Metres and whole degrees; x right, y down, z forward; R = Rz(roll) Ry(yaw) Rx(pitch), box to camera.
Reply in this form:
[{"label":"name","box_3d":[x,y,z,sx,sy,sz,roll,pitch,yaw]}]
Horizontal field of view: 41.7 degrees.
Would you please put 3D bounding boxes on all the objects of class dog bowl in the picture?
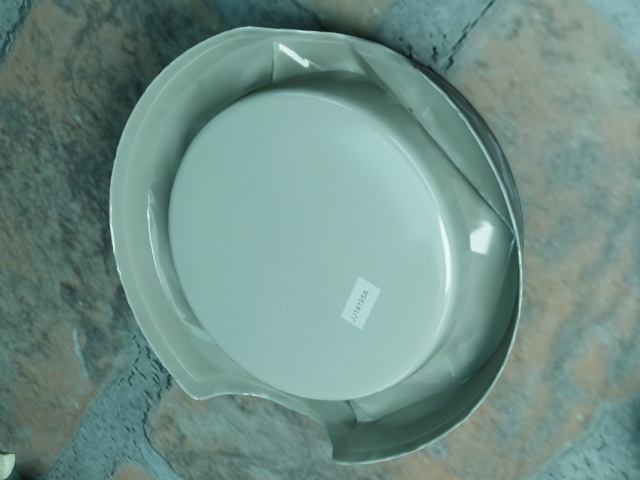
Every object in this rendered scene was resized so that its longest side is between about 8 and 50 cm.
[{"label":"dog bowl","box_3d":[0.000,0.000,0.674,0.349,0.102,0.348,9,111,25]}]

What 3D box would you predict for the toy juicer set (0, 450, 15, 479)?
[{"label":"toy juicer set","box_3d":[-0.366,0.330,0.990,0.209,0.089,0.328,18,122,36]}]
